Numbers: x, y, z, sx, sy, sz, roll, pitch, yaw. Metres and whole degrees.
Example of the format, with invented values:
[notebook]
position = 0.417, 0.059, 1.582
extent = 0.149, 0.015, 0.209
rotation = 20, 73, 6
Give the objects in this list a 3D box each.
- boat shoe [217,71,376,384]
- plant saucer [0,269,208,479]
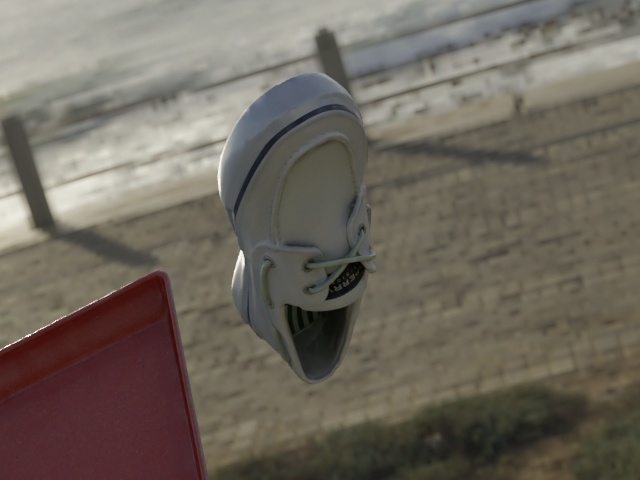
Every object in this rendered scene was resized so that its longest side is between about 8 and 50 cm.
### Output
[boat shoe]
position = 0.000, 0.000, 0.932
extent = 0.083, 0.076, 0.226
rotation = -30, -24, -14
[plant saucer]
position = -0.197, 0.185, 1.390
extent = 0.258, 0.048, 0.259
rotation = -27, 51, 16
